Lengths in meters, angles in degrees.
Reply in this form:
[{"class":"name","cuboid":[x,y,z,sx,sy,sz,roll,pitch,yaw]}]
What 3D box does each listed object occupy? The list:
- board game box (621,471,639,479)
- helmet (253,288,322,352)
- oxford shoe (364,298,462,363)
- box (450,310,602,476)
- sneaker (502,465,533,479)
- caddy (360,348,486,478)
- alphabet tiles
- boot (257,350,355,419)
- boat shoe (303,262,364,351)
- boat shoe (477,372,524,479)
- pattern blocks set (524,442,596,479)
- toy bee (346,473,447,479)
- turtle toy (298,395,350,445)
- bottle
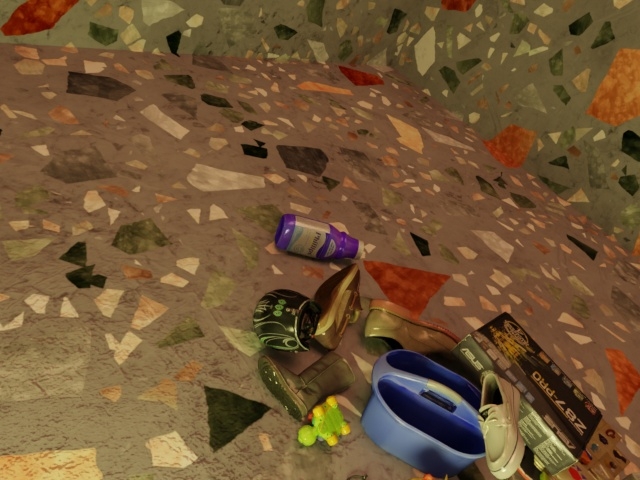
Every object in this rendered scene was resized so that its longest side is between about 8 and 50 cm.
[{"class":"board game box","cuboid":[0.939,0.759,1.386,0.223,0.098,0.304,8,38,-23]},{"class":"helmet","cuboid":[-0.092,0.203,1.369,0.161,0.170,0.169,3,23,32]},{"class":"oxford shoe","cuboid":[0.277,0.297,1.567,0.348,0.123,0.130,26,66,-9]},{"class":"box","cuboid":[0.579,0.403,1.509,0.318,0.097,0.395,-10,55,-50]},{"class":"sneaker","cuboid":[0.491,0.610,1.341,0.064,0.061,0.158,-29,58,-19]},{"class":"caddy","cuboid":[0.267,0.413,1.326,0.341,0.179,0.241,28,36,2]},{"class":"alphabet tiles","cuboid":[0.747,0.547,1.606,0.285,0.011,0.343,-10,49,-41]},{"class":"boot","cuboid":[-0.031,0.325,1.339,0.208,0.076,0.190,-29,77,-42]},{"class":"boat shoe","cuboid":[0.058,0.190,1.553,0.123,0.123,0.342,54,28,-13]},{"class":"boat shoe","cuboid":[0.405,0.413,1.236,0.088,0.096,0.268,41,39,-7]},{"class":"pattern blocks set","cuboid":[0.644,0.608,1.406,0.285,0.026,0.325,2,42,-44]},{"class":"toy bee","cuboid":[0.217,0.568,1.117,0.298,0.162,0.195,18,38,-12]},{"class":"turtle toy","cuboid":[0.004,0.424,1.240,0.130,0.066,0.095,-21,83,-47]},{"class":"bottle","cuboid":[0.000,0.000,1.730,0.282,0.118,0.092,15,27,-17]}]
